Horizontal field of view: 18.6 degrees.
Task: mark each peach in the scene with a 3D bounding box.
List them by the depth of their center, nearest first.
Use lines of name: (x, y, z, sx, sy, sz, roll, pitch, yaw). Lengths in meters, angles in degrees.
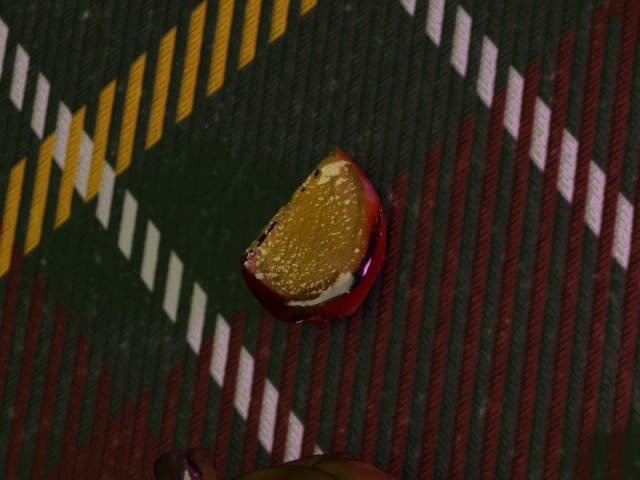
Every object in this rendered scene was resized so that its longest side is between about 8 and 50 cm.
peach: (0.000, 0.002, 1.860, 0.127, 0.092, 0.172, 11, 71, 15)

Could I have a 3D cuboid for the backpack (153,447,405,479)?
backpack: (-0.011, 0.342, 1.686, 0.378, 0.201, 0.353, -25, 67, 47)
